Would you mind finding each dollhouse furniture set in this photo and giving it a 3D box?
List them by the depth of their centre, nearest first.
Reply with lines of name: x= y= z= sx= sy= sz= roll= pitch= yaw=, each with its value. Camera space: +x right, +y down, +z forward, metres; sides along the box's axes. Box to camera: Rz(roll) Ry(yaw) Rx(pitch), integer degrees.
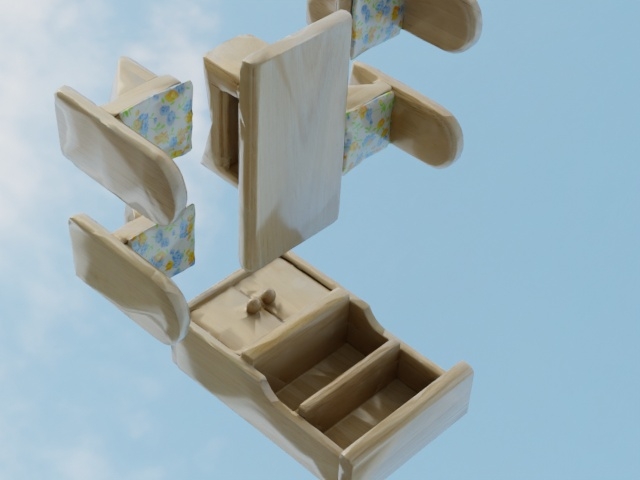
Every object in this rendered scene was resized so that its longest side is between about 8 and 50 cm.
dollhouse furniture set: x=0.000 y=0.000 z=1.216 sx=0.256 sy=0.362 sz=0.394 roll=33 pitch=-41 yaw=30
